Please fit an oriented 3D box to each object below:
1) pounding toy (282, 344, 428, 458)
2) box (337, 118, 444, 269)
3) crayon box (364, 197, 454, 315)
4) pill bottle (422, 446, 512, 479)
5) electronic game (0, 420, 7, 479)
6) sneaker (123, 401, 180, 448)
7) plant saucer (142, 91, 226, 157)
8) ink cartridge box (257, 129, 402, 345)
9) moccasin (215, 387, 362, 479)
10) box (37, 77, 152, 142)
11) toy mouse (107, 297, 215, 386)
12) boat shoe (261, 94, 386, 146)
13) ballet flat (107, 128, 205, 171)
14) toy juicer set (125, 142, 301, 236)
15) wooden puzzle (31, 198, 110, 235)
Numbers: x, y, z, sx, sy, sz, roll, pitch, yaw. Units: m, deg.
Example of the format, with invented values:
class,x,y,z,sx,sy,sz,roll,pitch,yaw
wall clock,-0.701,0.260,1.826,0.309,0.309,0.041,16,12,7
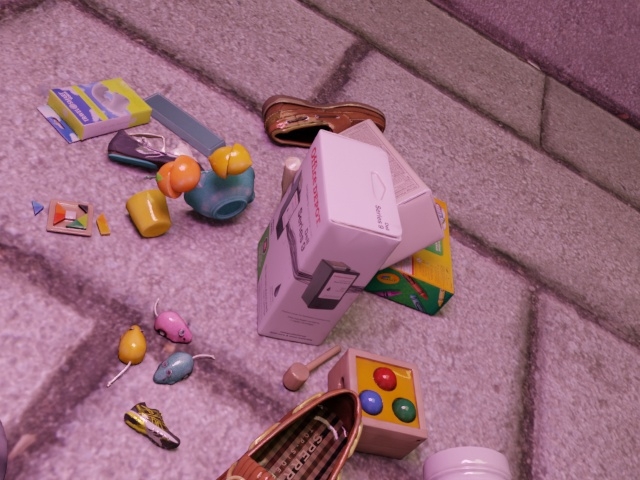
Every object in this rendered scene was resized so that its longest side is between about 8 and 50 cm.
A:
class,x,y,z,sx,sy,sz,roll,pitch,yaw
pounding toy,0.052,0.221,0.935,0.205,0.094,0.181,17,43,-18
box,0.104,-0.100,1.161,0.147,0.121,0.311,-26,38,2
crayon box,0.179,0.004,1.237,0.165,0.081,0.279,22,42,-12
pill bottle,0.203,0.440,0.749,0.181,0.182,0.323,19,42,-15
electronic game,-0.460,0.243,0.632,0.229,0.048,0.229,18,43,-18
sneaker,-0.218,0.243,0.794,0.083,0.031,0.035,33,40,1
plant saucer,-0.286,-0.244,1.241,0.192,0.018,0.067,36,41,5
ink cartridge box,0.000,0.000,0.971,0.121,0.289,0.211,14,44,-20
moccasin,-0.062,0.313,0.698,0.139,0.147,0.380,44,43,13
box,-0.428,-0.253,1.142,0.109,0.042,0.178,44,41,14
toy mouse,-0.220,0.153,0.881,0.143,0.031,0.161,17,43,-17
boat shoe,0.016,-0.253,1.381,0.307,0.111,0.105,-1,54,-19
ballet flat,-0.287,-0.156,1.105,0.203,0.074,0.074,18,43,-12
toy juicer set,-0.159,-0.110,1.042,0.328,0.209,0.090,-10,65,-37
wooden puzzle,-0.404,-0.039,0.970,0.116,0.014,0.079,2,49,-30
